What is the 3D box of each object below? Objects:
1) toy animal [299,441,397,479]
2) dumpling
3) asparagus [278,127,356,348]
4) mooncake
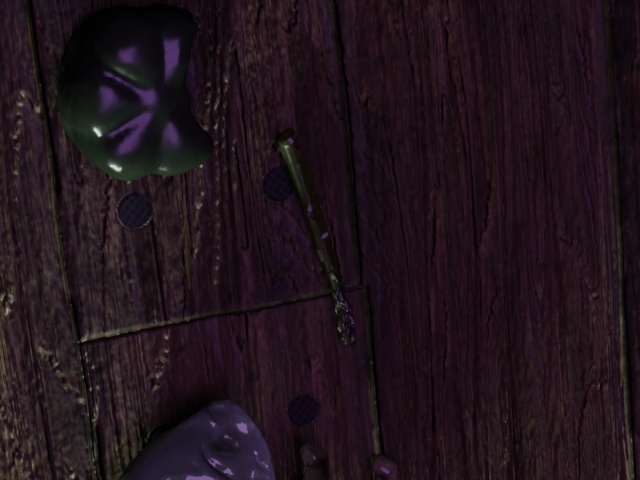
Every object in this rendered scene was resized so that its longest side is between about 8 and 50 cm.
[{"bbox_3d":[-0.004,0.301,2.056,0.233,0.121,0.169,2,120,-31],"label":"toy animal"},{"bbox_3d":[-0.135,0.267,1.995,0.152,0.108,0.219,40,91,-18],"label":"dumpling"},{"bbox_3d":[0.000,0.000,2.023,0.025,0.024,0.249,-20,112,-7],"label":"asparagus"},{"bbox_3d":[-0.167,-0.142,1.883,0.168,0.104,0.175,-44,118,-11],"label":"mooncake"}]
